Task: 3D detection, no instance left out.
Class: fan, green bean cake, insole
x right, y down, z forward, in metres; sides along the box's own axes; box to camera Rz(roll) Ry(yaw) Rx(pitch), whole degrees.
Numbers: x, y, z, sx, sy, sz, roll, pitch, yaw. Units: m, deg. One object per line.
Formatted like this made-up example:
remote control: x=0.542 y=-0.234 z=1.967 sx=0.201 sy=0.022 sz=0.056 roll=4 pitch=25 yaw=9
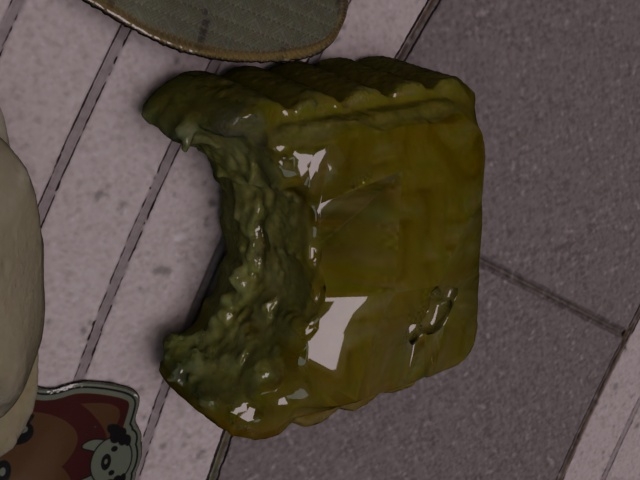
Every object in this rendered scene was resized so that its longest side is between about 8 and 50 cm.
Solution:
fan: x=-0.223 y=0.157 z=0.660 sx=0.220 sy=0.009 sz=0.132 roll=0 pitch=104 yaw=-33
green bean cake: x=0.000 y=0.000 z=0.675 sx=0.233 sy=0.124 sz=0.236 roll=-12 pitch=113 yaw=-28
insole: x=-0.122 y=-0.187 z=0.582 sx=0.348 sy=0.009 sz=0.119 roll=15 pitch=80 yaw=-34

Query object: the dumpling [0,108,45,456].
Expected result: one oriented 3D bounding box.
dumpling: x=-0.240 y=-0.006 z=0.513 sx=0.318 sy=0.187 sz=0.243 roll=80 pitch=12 yaw=-65
